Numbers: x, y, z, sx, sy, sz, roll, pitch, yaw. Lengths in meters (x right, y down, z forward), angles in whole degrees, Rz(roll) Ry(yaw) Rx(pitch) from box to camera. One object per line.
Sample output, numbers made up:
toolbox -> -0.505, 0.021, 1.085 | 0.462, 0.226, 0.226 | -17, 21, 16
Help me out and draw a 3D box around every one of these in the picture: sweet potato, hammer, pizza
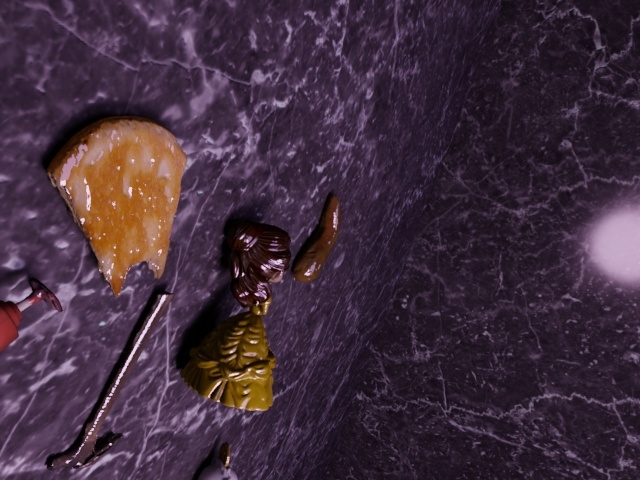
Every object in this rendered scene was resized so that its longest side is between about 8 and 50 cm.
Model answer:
sweet potato -> 0.002, 0.000, 1.234 | 0.232, 0.062, 0.081 | -65, 158, -9
hammer -> -0.305, 0.210, 0.771 | 0.297, 0.027, 0.125 | -65, 159, -3
pizza -> -0.237, -0.040, 0.638 | 0.181, 0.034, 0.261 | -45, 151, -42

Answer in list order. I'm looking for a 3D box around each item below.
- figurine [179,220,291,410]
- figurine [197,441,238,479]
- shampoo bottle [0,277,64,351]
figurine -> -0.129, 0.123, 0.924 | 0.187, 0.168, 0.314 | 15, -91, 68
figurine -> -0.269, 0.624, 1.203 | 0.143, 0.144, 0.270 | 6, 87, -69
shampoo bottle -> -0.360, 0.121, 0.459 | 0.284, 0.071, 0.153 | -44, 168, -46
